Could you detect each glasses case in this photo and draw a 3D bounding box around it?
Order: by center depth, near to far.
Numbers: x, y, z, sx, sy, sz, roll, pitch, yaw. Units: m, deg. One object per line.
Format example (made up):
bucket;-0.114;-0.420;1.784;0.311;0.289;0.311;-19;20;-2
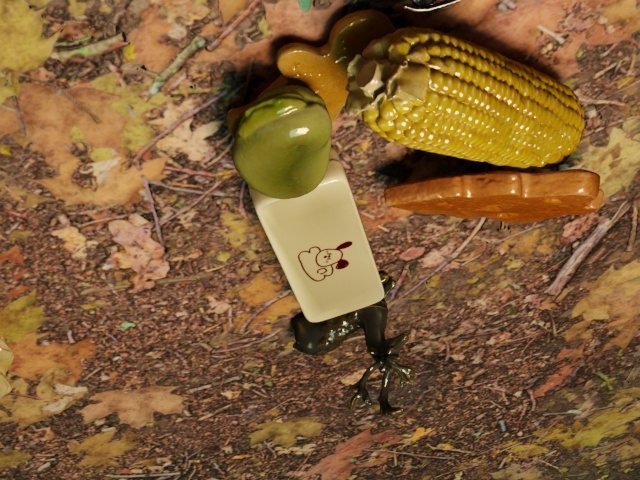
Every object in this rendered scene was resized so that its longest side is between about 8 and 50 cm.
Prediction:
glasses case;0.000;0.000;1.411;0.131;0.070;0.313;-19;142;2

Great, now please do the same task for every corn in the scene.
corn;0.192;-0.166;1.198;0.387;0.144;0.144;4;139;-40

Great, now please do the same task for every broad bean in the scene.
broad bean;-0.044;-0.114;1.191;0.124;0.082;0.174;-2;140;-13

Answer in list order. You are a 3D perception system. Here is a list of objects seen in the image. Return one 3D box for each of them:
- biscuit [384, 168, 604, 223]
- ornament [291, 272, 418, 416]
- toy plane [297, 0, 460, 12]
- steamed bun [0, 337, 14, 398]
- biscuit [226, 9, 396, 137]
biscuit;0.239;-0.065;1.363;0.306;0.043;0.284;2;173;-10
ornament;0.050;0.183;1.521;0.202;0.236;0.080;-32;136;19
toy plane;0.074;-0.323;1.026;0.382;0.106;0.155;-16;136;1
steamed bun;-0.534;0.155;1.382;0.192;0.106;0.177;-19;130;23
biscuit;-0.001;-0.193;1.202;0.158;0.035;0.240;20;130;-40
